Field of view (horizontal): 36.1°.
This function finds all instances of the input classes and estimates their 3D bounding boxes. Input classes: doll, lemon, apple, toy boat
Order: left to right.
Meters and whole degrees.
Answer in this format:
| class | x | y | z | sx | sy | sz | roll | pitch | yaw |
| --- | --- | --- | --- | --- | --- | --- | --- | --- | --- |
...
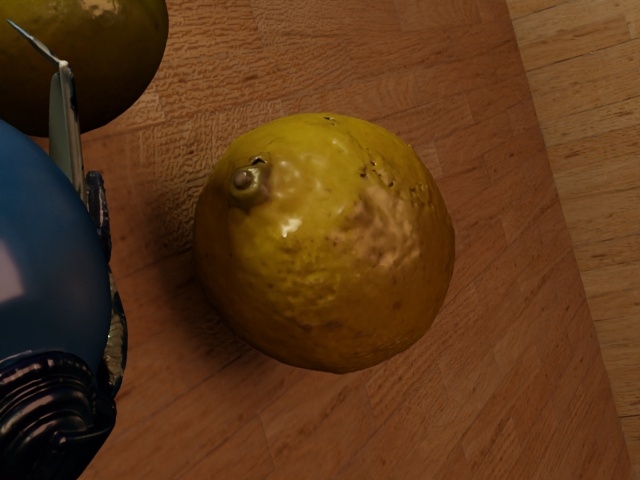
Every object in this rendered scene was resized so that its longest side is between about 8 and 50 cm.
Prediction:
| class | x | y | z | sx | sy | sz | roll | pitch | yaw |
| --- | --- | --- | --- | --- | --- | --- | --- | --- | --- |
| doll | -0.249 | 0.032 | 0.491 | 0.240 | 0.284 | 0.310 | -57 | 152 | 4 |
| apple | -0.207 | -0.179 | 0.754 | 0.196 | 0.156 | 0.197 | 52 | 27 | -42 |
| toy boat | -0.172 | 0.003 | 0.671 | 0.070 | 0.292 | 0.210 | -14 | 69 | -21 |
| lemon | 0.000 | 0.000 | 0.965 | 0.310 | 0.253 | 0.254 | 37 | 46 | -50 |
